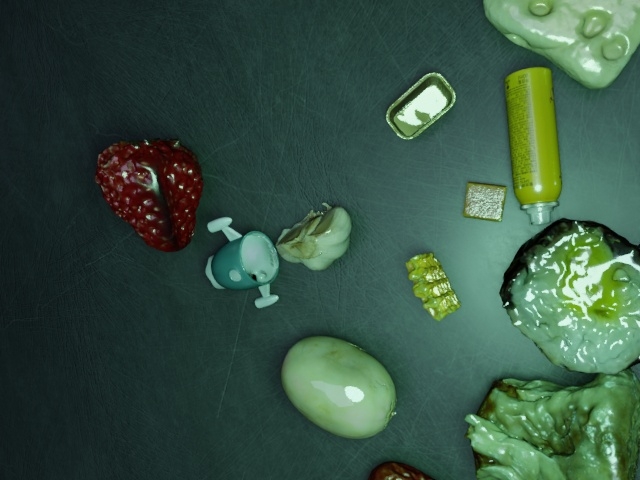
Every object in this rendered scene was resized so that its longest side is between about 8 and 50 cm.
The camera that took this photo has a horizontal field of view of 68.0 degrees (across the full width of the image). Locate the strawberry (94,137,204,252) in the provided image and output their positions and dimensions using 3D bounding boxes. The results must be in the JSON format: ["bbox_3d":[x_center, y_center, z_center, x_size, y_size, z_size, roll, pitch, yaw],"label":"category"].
[{"bbox_3d":[-0.500,-0.132,1.433,0.295,0.317,0.345,-8,104,-7],"label":"strawberry"}]

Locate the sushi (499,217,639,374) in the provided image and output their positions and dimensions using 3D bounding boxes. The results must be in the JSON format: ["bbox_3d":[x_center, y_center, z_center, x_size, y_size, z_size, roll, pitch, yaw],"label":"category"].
[{"bbox_3d":[0.541,0.106,0.972,0.299,0.294,0.281,33,103,19],"label":"sushi"}]

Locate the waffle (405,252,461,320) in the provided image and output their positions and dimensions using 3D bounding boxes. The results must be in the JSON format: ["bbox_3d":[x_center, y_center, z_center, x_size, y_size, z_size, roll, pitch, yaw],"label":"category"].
[{"bbox_3d":[0.267,0.111,1.133,0.055,0.211,0.160,-30,79,20],"label":"waffle"}]

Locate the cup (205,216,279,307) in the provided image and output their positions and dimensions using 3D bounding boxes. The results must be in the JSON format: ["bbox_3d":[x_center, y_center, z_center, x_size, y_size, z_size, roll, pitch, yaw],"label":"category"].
[{"bbox_3d":[-0.237,0.072,1.379,0.173,0.167,0.300,-19,108,30],"label":"cup"}]

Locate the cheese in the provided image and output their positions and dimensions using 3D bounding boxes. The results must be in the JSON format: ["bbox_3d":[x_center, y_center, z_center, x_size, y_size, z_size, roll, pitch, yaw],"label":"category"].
[{"bbox_3d":[0.583,-0.555,1.043,0.351,0.129,0.328,41,107,16],"label":"cheese"}]

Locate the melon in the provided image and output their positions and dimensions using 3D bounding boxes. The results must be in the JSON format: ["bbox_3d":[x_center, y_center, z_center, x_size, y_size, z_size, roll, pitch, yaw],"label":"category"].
[{"bbox_3d":[0.048,0.374,1.221,0.317,0.223,0.223,22,99,19],"label":"melon"}]

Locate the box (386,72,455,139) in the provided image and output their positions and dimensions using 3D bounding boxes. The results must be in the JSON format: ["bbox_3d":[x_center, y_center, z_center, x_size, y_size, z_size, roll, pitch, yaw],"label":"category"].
[{"bbox_3d":[0.253,-0.338,1.206,0.177,0.111,0.111,-38,76,23],"label":"box"}]

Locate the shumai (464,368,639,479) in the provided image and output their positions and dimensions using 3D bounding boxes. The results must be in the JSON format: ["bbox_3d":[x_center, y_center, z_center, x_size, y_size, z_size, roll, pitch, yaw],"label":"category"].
[{"bbox_3d":[0.486,0.428,1.008,0.323,0.324,0.398,10,93,39],"label":"shumai"}]

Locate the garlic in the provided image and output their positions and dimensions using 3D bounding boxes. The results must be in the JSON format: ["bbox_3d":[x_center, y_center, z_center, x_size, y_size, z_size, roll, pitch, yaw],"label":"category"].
[{"bbox_3d":[0.000,0.000,1.295,0.229,0.178,0.143,-25,112,39],"label":"garlic"}]

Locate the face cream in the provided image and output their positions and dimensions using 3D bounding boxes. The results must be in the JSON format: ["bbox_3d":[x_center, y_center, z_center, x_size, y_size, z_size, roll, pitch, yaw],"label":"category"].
[{"bbox_3d":[0.493,-0.210,1.095,0.105,0.105,0.349,-5,88,23],"label":"face cream"}]

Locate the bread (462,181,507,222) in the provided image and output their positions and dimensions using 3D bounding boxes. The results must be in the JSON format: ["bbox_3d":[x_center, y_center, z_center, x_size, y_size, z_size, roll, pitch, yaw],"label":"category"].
[{"bbox_3d":[0.404,-0.096,1.170,0.094,0.035,0.090,11,94,23],"label":"bread"}]

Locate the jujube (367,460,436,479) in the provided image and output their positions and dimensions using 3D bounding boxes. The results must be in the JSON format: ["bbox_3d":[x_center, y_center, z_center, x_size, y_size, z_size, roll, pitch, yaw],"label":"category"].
[{"bbox_3d":[0.227,0.659,1.173,0.250,0.174,0.174,20,98,14],"label":"jujube"}]
